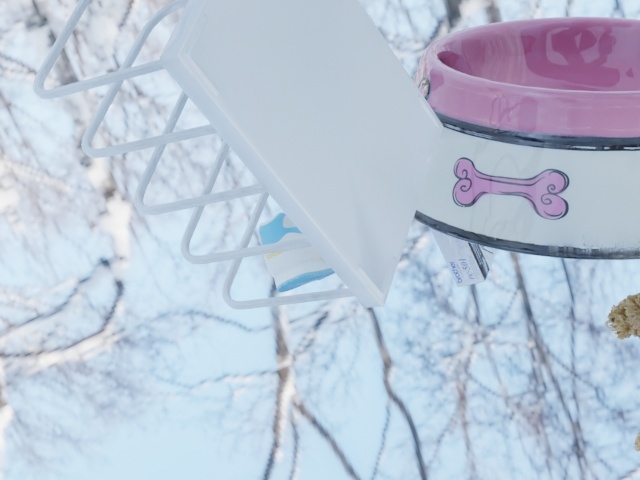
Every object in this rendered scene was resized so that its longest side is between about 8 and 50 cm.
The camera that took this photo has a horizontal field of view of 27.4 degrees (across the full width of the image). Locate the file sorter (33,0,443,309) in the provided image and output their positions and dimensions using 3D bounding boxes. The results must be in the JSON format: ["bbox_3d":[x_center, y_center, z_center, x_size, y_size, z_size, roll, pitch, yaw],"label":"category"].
[{"bbox_3d":[-0.061,-0.099,1.029,0.173,0.278,0.193,-8,-133,35],"label":"file sorter"}]

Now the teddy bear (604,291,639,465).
[{"bbox_3d":[0.467,0.126,1.535,0.245,0.113,0.338,-13,-105,18],"label":"teddy bear"}]

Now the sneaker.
[{"bbox_3d":[0.000,0.000,1.653,0.087,0.092,0.228,-25,175,23],"label":"sneaker"}]

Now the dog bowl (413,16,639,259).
[{"bbox_3d":[0.272,-0.122,1.336,0.407,0.150,0.408,-1,-159,1],"label":"dog bowl"}]

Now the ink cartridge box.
[{"bbox_3d":[0.174,-0.050,1.756,0.046,0.207,0.097,-15,-156,28],"label":"ink cartridge box"}]
